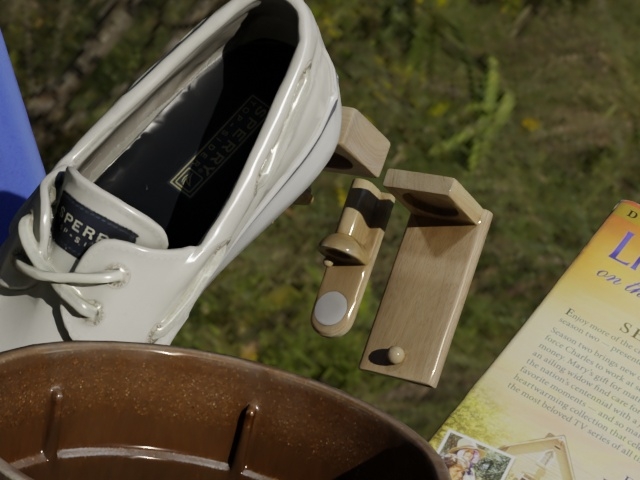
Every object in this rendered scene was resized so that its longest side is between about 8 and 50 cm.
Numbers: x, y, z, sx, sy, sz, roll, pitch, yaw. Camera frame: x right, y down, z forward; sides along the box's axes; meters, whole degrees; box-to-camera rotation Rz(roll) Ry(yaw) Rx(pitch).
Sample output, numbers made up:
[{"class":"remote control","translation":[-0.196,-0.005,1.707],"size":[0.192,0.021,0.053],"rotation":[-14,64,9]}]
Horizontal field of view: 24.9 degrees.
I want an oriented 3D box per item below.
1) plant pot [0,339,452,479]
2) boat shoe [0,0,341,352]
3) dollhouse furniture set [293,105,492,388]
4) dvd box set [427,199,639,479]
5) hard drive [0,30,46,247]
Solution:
[{"class":"plant pot","translation":[-0.055,0.138,0.490],"size":[0.167,0.165,0.167],"rotation":[12,13,-3]},{"class":"boat shoe","translation":[-0.084,0.006,0.589],"size":[0.096,0.267,0.088],"rotation":[38,-15,19]},{"class":"dollhouse furniture set","translation":[0.000,0.000,0.914],"size":[0.144,0.123,0.151],"rotation":[10,-17,33]},{"class":"dvd box set","translation":[0.209,0.183,0.872],"size":[0.307,0.420,0.062],"rotation":[29,-34,21]},{"class":"hard drive","translation":[-0.267,-0.009,0.884],"size":[0.040,0.210,0.319],"rotation":[7,-65,59]}]
